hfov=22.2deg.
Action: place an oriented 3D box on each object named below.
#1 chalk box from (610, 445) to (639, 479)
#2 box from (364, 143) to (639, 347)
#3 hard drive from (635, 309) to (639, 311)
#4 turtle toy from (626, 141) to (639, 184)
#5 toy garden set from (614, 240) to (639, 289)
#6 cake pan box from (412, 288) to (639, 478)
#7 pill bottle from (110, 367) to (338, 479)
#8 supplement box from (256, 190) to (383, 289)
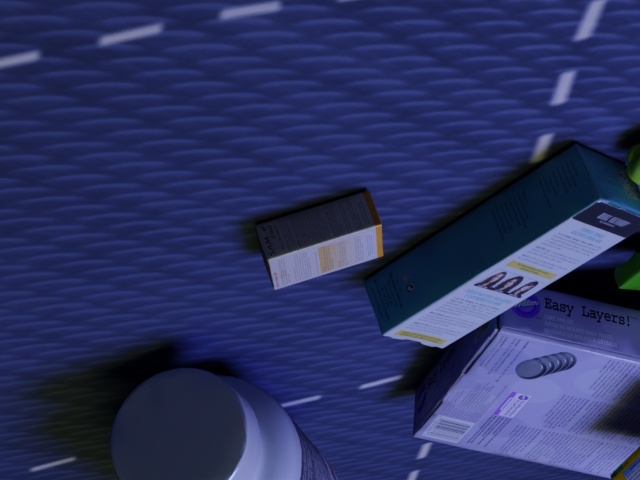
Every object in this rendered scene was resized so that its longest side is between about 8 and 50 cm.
[{"bbox_3d":[0.430,0.219,1.650,0.213,0.132,0.132,-25,157,-32],"label":"chalk box"},{"bbox_3d":[0.164,0.010,1.449,0.244,0.060,0.100,-34,151,28],"label":"box"},{"bbox_3d":[0.417,0.177,1.778,0.203,0.040,0.307,-10,138,31],"label":"hard drive"},{"bbox_3d":[0.318,-0.056,1.419,0.130,0.066,0.095,13,116,-45],"label":"turtle toy"},{"bbox_3d":[0.426,-0.032,1.570,0.203,0.049,0.244,4,145,-37],"label":"toy garden set"},{"bbox_3d":[0.249,0.154,1.691,0.245,0.070,0.267,14,145,-9],"label":"cake pan box"},{"bbox_3d":[-0.091,0.233,1.579,0.176,0.176,0.318,-21,155,4],"label":"pill bottle"},{"bbox_3d":[0.000,0.000,1.343,0.098,0.036,0.062,-17,155,-5],"label":"supplement box"}]
